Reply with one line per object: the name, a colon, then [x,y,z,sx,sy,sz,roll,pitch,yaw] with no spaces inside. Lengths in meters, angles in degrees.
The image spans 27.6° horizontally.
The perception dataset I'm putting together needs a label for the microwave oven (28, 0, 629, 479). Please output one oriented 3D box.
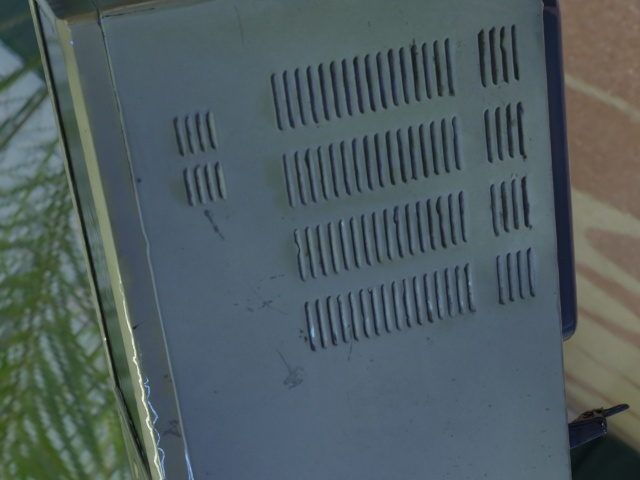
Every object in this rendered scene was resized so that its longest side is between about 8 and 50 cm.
microwave oven: [0.000,0.000,0.514,0.145,0.194,0.240,-134,33,-63]
